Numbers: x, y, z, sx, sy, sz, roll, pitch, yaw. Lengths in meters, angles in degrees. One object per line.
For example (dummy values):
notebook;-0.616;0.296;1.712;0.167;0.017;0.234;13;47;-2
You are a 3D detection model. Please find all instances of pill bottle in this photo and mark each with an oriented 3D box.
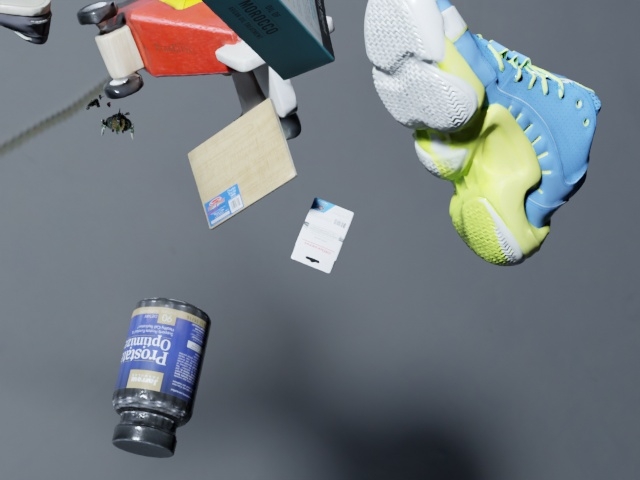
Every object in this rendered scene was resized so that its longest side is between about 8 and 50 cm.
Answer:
pill bottle;-0.242;0.207;1.815;0.122;0.123;0.219;21;64;-24

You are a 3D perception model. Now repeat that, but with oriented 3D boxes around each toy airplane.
toy airplane;-0.125;-0.312;1.732;0.384;0.386;0.272;44;51;8

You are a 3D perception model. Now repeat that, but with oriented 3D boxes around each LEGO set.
LEGO set;-0.299;-0.179;1.751;0.054;0.023;0.083;-19;122;10

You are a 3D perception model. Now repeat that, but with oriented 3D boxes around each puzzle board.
puzzle board;-0.085;-0.082;1.311;0.011;0.128;0.096;9;56;-52

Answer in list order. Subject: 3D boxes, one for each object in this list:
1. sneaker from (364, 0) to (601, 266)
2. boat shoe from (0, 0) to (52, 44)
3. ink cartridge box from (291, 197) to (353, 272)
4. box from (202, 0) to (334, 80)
sneaker;0.118;-0.101;0.833;0.126;0.091;0.240;-40;129;-18
boat shoe;-0.443;-0.289;1.548;0.206;0.075;0.065;8;128;7
ink cartridge box;0.000;0.000;1.335;0.048;0.028;0.083;22;60;1
box;-0.070;-0.250;1.116;0.060;0.101;0.244;-19;153;19
